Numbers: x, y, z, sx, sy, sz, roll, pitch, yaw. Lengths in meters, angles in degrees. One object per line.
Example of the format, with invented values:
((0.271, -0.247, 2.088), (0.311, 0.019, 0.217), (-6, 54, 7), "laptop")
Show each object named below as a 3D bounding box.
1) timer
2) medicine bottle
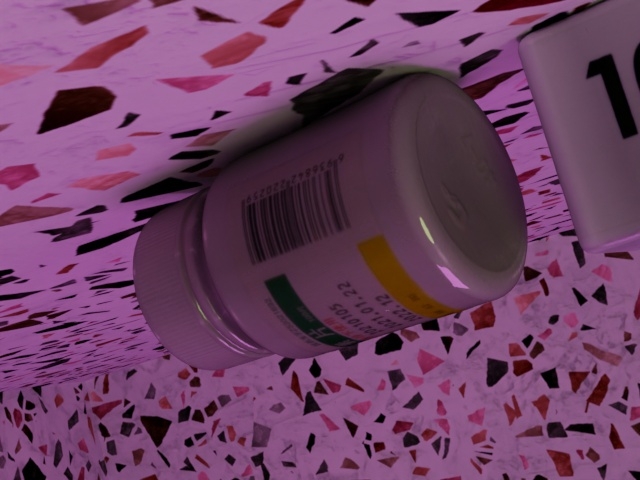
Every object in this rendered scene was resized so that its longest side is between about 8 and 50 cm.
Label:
((0.308, -0.107, 0.923), (0.192, 0.195, 0.194), (-20, 172, 27), "timer")
((0.000, 0.000, 1.002), (0.339, 0.208, 0.208), (-22, 170, 35), "medicine bottle")
